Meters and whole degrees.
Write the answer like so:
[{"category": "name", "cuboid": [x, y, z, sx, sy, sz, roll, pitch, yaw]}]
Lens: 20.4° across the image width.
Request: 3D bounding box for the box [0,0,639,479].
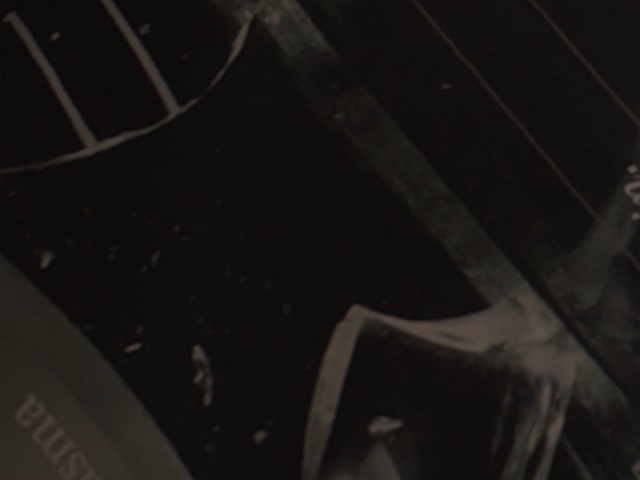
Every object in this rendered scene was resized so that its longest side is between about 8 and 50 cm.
[{"category": "box", "cuboid": [-0.019, 0.164, 0.588, 0.472, 0.480, 0.297, -36, 164, -8]}]
